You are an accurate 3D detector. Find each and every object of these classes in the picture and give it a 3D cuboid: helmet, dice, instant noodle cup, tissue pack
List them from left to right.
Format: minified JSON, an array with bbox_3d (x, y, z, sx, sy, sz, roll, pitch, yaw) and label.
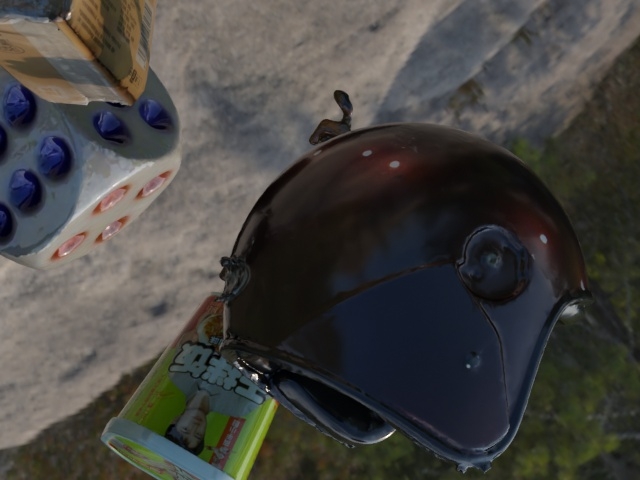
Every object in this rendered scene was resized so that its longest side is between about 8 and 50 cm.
[{"bbox_3d":[-0.311,-0.287,1.199,0.239,0.238,0.305,-27,171,0],"label":"tissue pack"},{"bbox_3d":[-0.362,-0.130,1.605,0.259,0.243,0.251,-39,175,29],"label":"dice"},{"bbox_3d":[-0.191,0.274,1.980,0.307,0.294,0.294,-61,140,-22],"label":"instant noodle cup"},{"bbox_3d":[0.046,0.030,0.643,0.216,0.193,0.189,-9,176,-20],"label":"helmet"}]

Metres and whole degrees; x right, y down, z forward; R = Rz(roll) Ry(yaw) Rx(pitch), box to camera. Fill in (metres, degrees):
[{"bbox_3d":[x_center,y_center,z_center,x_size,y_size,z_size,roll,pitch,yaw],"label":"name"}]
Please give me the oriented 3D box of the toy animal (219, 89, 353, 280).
[{"bbox_3d":[0.000,0.000,1.266,0.158,0.097,0.312,33,128,-3],"label":"toy animal"}]
